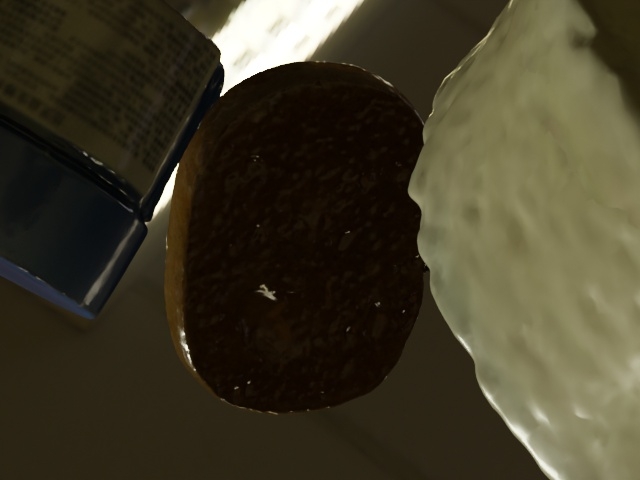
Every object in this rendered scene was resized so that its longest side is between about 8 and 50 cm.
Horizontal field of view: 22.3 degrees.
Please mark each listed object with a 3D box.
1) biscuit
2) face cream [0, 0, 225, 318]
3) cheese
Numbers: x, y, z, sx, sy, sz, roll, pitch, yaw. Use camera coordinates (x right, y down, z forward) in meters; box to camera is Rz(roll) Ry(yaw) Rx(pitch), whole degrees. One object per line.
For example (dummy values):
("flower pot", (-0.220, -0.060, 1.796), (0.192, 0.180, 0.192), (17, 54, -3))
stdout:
("biscuit", (-0.001, -0.001, 1.609), (0.314, 0.367, 0.063), (-5, -155, -24))
("face cream", (-0.216, -0.095, 1.189), (0.249, 0.249, 0.225), (31, -98, -3))
("cheese", (0.218, -0.013, 0.689), (0.332, 0.153, 0.292), (-3, -125, -36))
